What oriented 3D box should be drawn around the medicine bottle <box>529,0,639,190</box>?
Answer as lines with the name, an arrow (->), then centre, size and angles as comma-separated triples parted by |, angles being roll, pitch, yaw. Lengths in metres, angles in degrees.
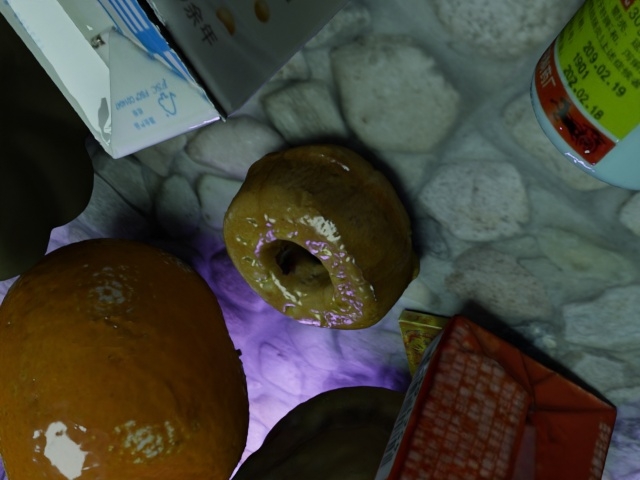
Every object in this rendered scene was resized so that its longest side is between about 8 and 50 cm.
medicine bottle -> 0.252, -0.145, 0.498 | 0.139, 0.139, 0.225 | 35, 142, 1

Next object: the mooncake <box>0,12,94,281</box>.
mooncake -> -0.421, -0.131, 0.842 | 0.200, 0.378, 0.379 | 4, 132, 27

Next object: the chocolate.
chocolate -> 0.188, 0.244, 0.853 | 0.234, 0.237, 0.108 | 30, 151, -8

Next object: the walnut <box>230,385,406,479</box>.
walnut -> 0.043, 0.389, 1.030 | 0.383, 0.384, 0.384 | 20, 139, 19

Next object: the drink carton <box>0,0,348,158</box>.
drink carton -> -0.067, -0.224, 0.505 | 0.132, 0.325, 0.194 | -8, 124, 42

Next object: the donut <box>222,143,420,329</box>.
donut -> -0.001, 0.001, 0.858 | 0.226, 0.114, 0.227 | 21, 141, 18

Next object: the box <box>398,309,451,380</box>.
box -> 0.152, 0.155, 0.971 | 0.089, 0.022, 0.156 | 7, 133, 29

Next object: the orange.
orange -> -0.265, 0.201, 1.057 | 0.326, 0.424, 0.424 | -10, 137, -11
